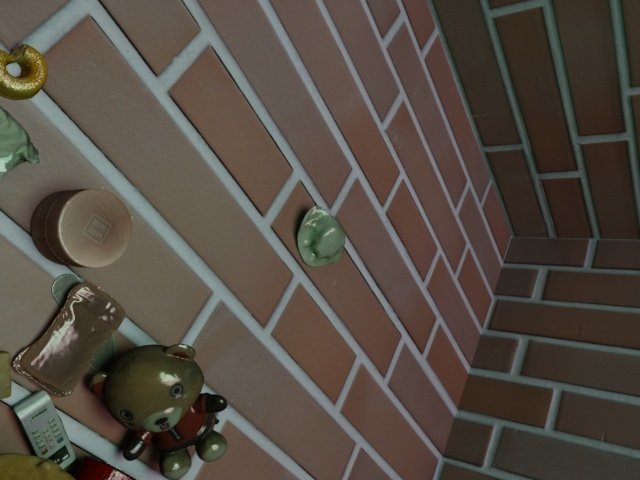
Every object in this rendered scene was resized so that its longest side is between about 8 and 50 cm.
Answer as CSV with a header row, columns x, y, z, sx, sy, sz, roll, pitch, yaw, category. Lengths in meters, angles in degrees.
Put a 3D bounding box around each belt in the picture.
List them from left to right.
x,y,z,sx,sy,sz,roll,pitch,yaw,category
-0.421,0.518,1.069,0.200,0.128,0.124,56,49,-39,belt

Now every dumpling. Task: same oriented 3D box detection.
x,y,z,sx,sy,sz,roll,pitch,yaw,category
0.013,-0.004,1.626,0.219,0.108,0.152,55,50,-35,dumpling

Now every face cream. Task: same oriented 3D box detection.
x,y,z,sx,sy,sz,roll,pitch,yaw,category
-0.450,-0.023,1.026,0.149,0.104,0.148,-3,93,-52,face cream

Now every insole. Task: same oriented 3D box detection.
x,y,z,sx,sy,sz,roll,pitch,yaw,category
-0.469,0.169,1.092,0.080,0.003,0.231,-41,122,-44,insole

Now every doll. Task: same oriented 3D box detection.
x,y,z,sx,sy,sz,roll,pitch,yaw,category
-0.322,0.351,1.156,0.174,0.235,0.329,-111,-178,-54,doll

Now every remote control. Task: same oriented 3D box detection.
x,y,z,sx,sy,sz,roll,pitch,yaw,category
-0.517,0.364,1.019,0.065,0.029,0.166,-36,124,-47,remote control

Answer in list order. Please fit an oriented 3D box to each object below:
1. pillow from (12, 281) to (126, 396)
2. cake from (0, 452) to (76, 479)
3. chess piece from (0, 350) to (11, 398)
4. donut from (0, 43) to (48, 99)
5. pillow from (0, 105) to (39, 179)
x,y,z,sx,sy,sz,roll,pitch,yaw,category
-0.478,0.189,1.054,0.135,0.034,0.211,51,55,-34,pillow
-0.520,0.549,0.862,0.332,0.332,0.321,-38,158,-45,cake
-0.600,0.232,0.876,0.200,0.090,0.089,10,83,-63,chess piece
-0.535,-0.300,0.959,0.108,0.043,0.097,-34,117,-42,donut
-0.614,-0.150,0.788,0.283,0.138,0.309,-52,129,-26,pillow
